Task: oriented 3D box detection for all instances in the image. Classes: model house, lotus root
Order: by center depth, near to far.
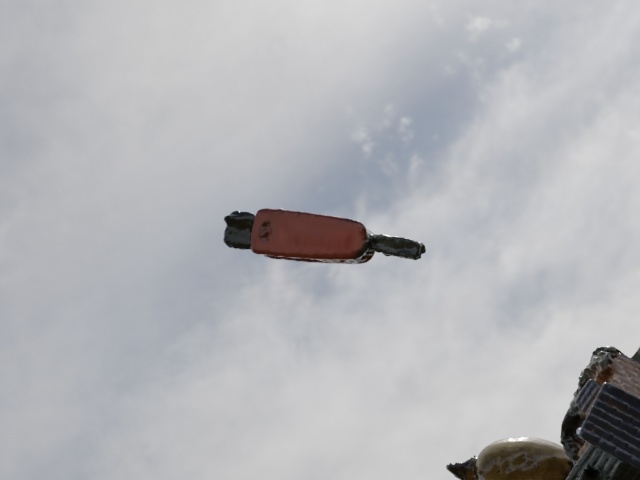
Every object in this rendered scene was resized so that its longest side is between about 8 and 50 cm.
[{"bbox_3d":[0.397,0.276,1.309,0.172,0.166,0.183,-48,-20,-55],"label":"model house"},{"bbox_3d":[0.315,0.380,1.597,0.221,0.125,0.118,-6,-5,26],"label":"lotus root"}]

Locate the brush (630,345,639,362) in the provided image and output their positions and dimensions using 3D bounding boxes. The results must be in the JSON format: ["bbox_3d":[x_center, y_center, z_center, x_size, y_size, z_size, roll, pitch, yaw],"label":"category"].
[{"bbox_3d":[0.683,0.303,1.851,0.048,0.282,0.054,10,-59,-35],"label":"brush"}]

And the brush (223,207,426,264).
[{"bbox_3d":[0.000,0.000,1.390,0.051,0.323,0.070,19,-99,-58],"label":"brush"}]
